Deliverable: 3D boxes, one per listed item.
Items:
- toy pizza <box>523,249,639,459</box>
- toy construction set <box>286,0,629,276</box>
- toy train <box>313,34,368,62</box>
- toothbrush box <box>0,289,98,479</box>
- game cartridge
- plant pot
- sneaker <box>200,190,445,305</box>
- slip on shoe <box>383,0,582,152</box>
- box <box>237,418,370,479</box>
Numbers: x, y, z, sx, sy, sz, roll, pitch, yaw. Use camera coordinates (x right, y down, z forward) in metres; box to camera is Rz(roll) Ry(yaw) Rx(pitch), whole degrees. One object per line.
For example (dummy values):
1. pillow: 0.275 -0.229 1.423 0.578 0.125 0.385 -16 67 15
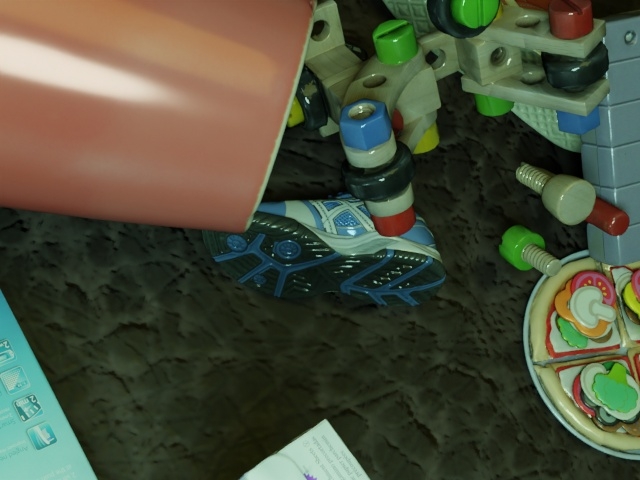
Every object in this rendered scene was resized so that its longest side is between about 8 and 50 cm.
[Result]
1. toy pizza: 0.278 0.097 1.280 0.201 0.032 0.201 7 66 -16
2. toy construction set: 0.106 -0.118 1.226 0.257 0.237 0.309 -50 127 -2
3. toy train: -0.030 -0.187 1.300 0.158 0.027 0.036 18 59 -12
4. toothbrush box: -0.271 0.200 0.990 0.216 0.126 0.295 -25 77 -27
5. game cartridge: 0.395 -0.117 1.334 0.355 0.068 0.230 -15 101 -27
6. plant pot: -0.144 -0.132 1.087 0.243 0.275 0.275 16 63 -5
7. sneaker: 0.000 0.000 1.212 0.211 0.080 0.081 12 42 -14
8. slip on shoe: 0.162 -0.222 1.336 0.331 0.123 0.101 41 52 -4
9. box: -0.042 0.197 0.957 0.063 0.324 0.067 -32 81 -24
